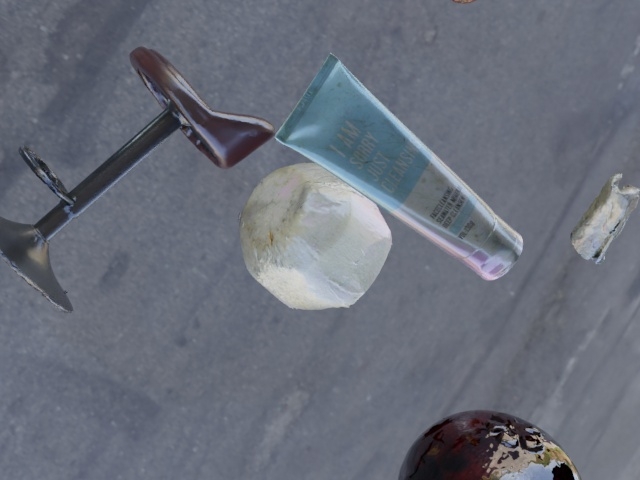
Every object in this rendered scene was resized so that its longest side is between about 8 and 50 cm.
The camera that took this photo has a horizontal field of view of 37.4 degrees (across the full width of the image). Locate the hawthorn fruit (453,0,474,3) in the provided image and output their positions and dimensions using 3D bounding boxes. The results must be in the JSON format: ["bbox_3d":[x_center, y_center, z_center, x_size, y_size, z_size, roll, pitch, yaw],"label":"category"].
[{"bbox_3d":[0.152,-0.317,1.008,0.140,0.125,0.125,-36,141,-41],"label":"hawthorn fruit"}]

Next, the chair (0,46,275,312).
[{"bbox_3d":[-0.280,-0.108,1.345,0.401,0.226,0.226,-41,144,-7],"label":"chair"}]

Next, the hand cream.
[{"bbox_3d":[0.099,-0.069,1.040,0.312,0.070,0.111,35,82,-25],"label":"hand cream"}]

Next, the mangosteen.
[{"bbox_3d":[0.174,0.278,0.986,0.210,0.210,0.210,-32,139,-33],"label":"mangosteen"}]

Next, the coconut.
[{"bbox_3d":[0.000,0.002,1.492,0.230,0.227,0.227,36,87,-37],"label":"coconut"}]

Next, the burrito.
[{"bbox_3d":[0.342,-0.024,1.146,0.149,0.055,0.041,101,14,-56],"label":"burrito"}]
